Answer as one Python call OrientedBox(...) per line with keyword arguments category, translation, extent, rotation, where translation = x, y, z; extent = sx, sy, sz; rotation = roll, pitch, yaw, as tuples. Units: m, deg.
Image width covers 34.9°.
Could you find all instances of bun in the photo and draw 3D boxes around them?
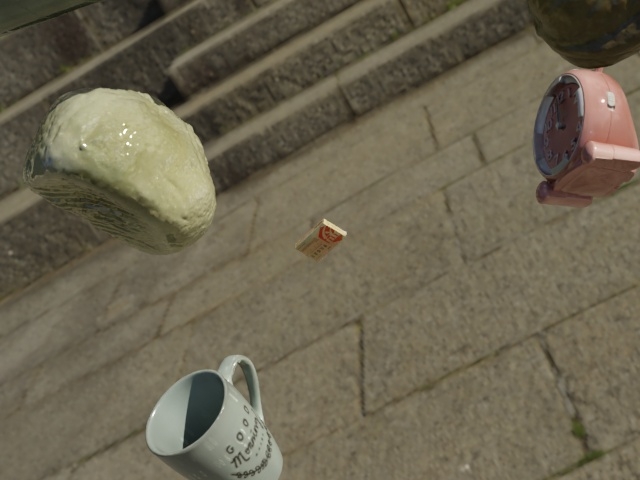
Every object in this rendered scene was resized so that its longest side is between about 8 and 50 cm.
OrientedBox(category="bun", translation=(-0.330, -0.133, 1.725), extent=(0.348, 0.352, 0.227), rotation=(16, 73, 32))

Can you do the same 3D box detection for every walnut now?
OrientedBox(category="walnut", translation=(0.459, -0.402, 1.596), extent=(0.282, 0.227, 0.283), rotation=(-13, 64, 28))

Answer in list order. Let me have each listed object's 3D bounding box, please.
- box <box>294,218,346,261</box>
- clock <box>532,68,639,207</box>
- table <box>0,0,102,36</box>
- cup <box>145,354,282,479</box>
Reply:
OrientedBox(category="box", translation=(0.000, 0.000, 1.982), extent=(0.093, 0.058, 0.015), rotation=(-41, 28, 35))
OrientedBox(category="clock", translation=(0.497, -0.207, 1.905), extent=(0.142, 0.241, 0.227), rotation=(5, -24, -16))
OrientedBox(category="table", translation=(-0.336, -0.304, 1.141), extent=(0.220, 0.126, 0.126), rotation=(-8, 29, 35))
OrientedBox(category="cup", translation=(-0.173, 0.354, 1.942), extent=(0.186, 0.234, 0.258), rotation=(-4, 50, 40))
